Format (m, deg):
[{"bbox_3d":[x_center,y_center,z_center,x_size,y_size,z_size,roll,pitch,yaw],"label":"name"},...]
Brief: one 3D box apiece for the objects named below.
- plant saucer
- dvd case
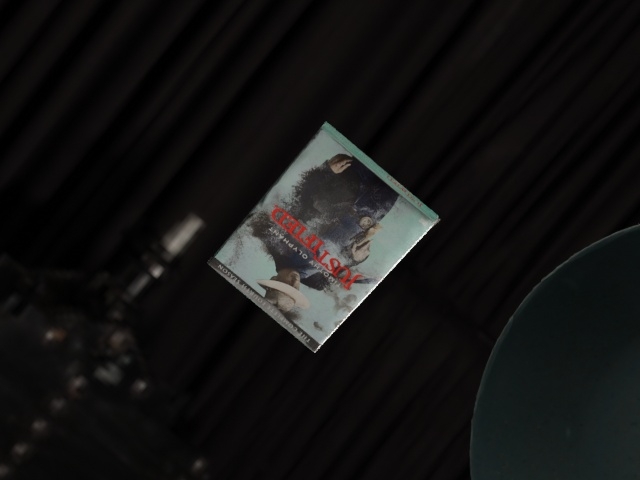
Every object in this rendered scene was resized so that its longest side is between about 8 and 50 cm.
[{"bbox_3d":[0.153,0.088,0.602,0.195,0.195,0.037,42,-162,28],"label":"plant saucer"},{"bbox_3d":[0.000,0.000,0.903,0.087,0.119,0.013,40,-150,-3],"label":"dvd case"}]
